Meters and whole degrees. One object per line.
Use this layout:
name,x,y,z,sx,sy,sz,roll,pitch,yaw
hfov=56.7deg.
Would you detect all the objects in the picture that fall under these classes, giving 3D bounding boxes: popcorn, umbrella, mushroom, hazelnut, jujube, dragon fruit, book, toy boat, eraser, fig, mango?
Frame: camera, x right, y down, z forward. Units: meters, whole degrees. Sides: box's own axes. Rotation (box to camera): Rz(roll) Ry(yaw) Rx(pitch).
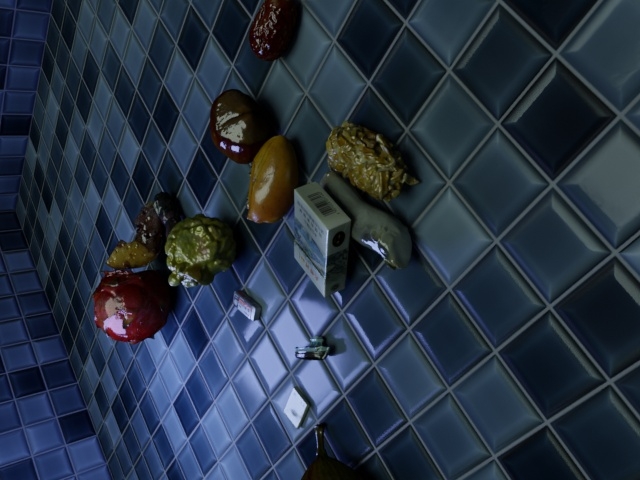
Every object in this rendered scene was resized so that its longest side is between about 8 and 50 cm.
popcorn,-0.390,0.041,1.933,0.259,0.212,0.259,-1,83,11
umbrella,-0.528,-0.045,2.172,0.094,0.090,0.326,-52,59,37
mushroom,0.100,-0.053,1.437,0.351,0.097,0.109,45,130,38
hazelnut,-0.232,-0.329,1.729,0.181,0.181,0.212,-20,81,20
jujube,-0.128,-0.574,1.595,0.112,0.109,0.176,31,123,3
dragon fruit,-0.730,0.243,2.300,0.296,0.296,0.301,23,103,45
book,-0.072,0.507,1.798,0.077,0.014,0.110,45,128,37
toy boat,-0.018,0.303,1.672,0.140,0.059,0.066,-14,60,51
eraser,-0.239,0.210,1.927,0.122,0.029,0.052,33,121,42
fig,0.029,0.648,1.615,0.320,0.217,0.217,-98,30,-46
mango,-0.132,-0.172,1.662,0.154,0.126,0.252,36,116,55

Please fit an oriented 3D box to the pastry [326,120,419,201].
pastry,0.115,-0.190,1.385,0.250,0.102,0.154,37,122,42

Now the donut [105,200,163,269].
donut,-0.694,0.002,2.341,0.295,0.151,0.112,-57,11,-3

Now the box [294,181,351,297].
box,0.000,0.000,1.506,0.164,0.069,0.256,51,153,35
